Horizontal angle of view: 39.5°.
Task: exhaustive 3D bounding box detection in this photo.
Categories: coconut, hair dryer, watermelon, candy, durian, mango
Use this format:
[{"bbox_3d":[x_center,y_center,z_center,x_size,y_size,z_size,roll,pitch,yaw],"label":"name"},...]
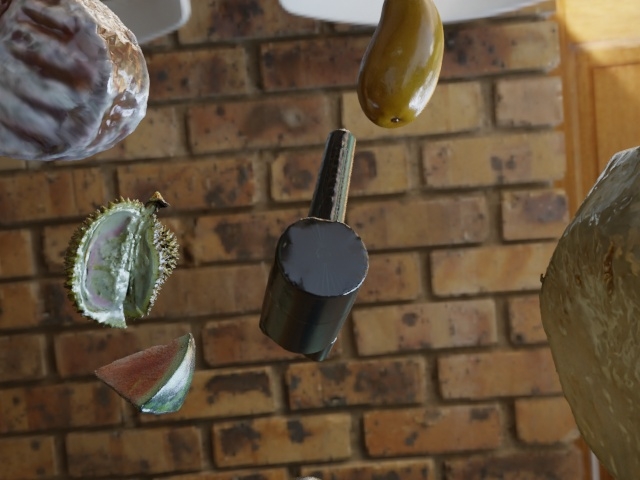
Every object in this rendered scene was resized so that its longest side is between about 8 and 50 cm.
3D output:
[{"bbox_3d":[0.333,0.048,0.646,0.322,0.323,0.323,-5,-175,0],"label":"coconut"},{"bbox_3d":[0.000,0.000,1.208,0.116,0.303,0.244,16,149,-4],"label":"hair dryer"},{"bbox_3d":[-0.328,0.289,1.711,0.202,0.136,0.207,-17,-164,22],"label":"watermelon"},{"bbox_3d":[-0.343,-0.203,1.005,0.289,0.214,0.157,22,-169,10],"label":"candy"},{"bbox_3d":[-0.327,0.010,1.444,0.193,0.237,0.138,26,-167,-37],"label":"durian"},{"bbox_3d":[0.099,-0.222,1.073,0.102,0.184,0.085,3,162,36],"label":"mango"}]

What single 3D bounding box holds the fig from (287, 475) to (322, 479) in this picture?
[{"bbox_3d":[-0.064,0.439,1.286,0.236,0.124,0.124,-44,172,18],"label":"fig"}]
